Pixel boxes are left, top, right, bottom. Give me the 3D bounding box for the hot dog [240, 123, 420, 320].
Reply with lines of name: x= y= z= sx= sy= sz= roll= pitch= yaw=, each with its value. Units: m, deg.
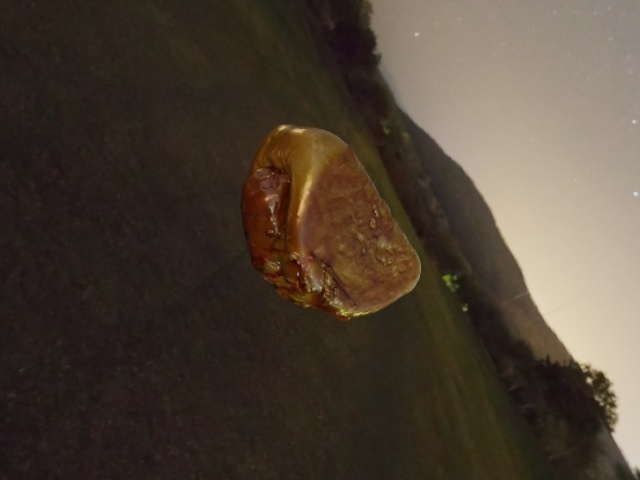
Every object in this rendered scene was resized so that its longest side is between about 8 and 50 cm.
hot dog: x=0.000 y=0.000 z=0.684 sx=0.150 sy=0.153 sz=0.257 roll=26 pitch=-21 yaw=51
